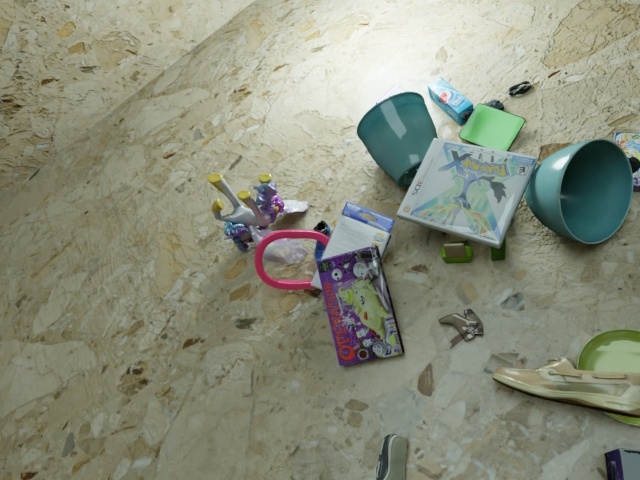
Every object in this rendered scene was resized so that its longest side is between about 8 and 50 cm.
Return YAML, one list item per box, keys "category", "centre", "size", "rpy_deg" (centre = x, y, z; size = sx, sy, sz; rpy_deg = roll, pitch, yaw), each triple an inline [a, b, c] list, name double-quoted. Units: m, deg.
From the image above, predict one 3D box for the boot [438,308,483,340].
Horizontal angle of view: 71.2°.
- category: "boot"
  centre: [0.425, 0.260, 1.342]
  size: [0.119, 0.042, 0.086]
  rpy_deg: [-24, 64, 18]

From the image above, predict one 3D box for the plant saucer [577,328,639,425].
- category: "plant saucer"
  centre: [0.789, 0.346, 1.137]
  size: [0.241, 0.037, 0.240]
  rpy_deg: [-11, 59, 19]

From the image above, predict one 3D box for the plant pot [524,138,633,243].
- category: "plant pot"
  centre: [0.730, -0.145, 1.322]
  size: [0.290, 0.290, 0.195]
  rpy_deg: [-51, 21, -9]

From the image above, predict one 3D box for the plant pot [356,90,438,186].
- category: "plant pot"
  centre: [0.305, -0.345, 1.608]
  size: [0.272, 0.271, 0.255]
  rpy_deg: [-26, 70, 8]

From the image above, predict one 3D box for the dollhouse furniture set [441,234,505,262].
- category: "dollhouse furniture set"
  centre: [0.484, -0.094, 1.443]
  size: [0.198, 0.151, 0.301]
  rpy_deg: [-4, 61, 21]

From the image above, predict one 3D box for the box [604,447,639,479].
- category: "box"
  centre: [0.691, 0.595, 0.951]
  size: [0.103, 0.184, 0.261]
  rpy_deg: [-3, 61, 24]

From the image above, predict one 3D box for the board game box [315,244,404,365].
- category: "board game box"
  centre: [0.122, 0.206, 1.423]
  size: [0.208, 0.056, 0.346]
  rpy_deg: [-17, 79, 19]

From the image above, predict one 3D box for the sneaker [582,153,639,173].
- category: "sneaker"
  centre: [0.857, -0.250, 1.387]
  size: [0.235, 0.084, 0.097]
  rpy_deg: [6, 51, 48]

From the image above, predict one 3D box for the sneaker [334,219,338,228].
- category: "sneaker"
  centre: [0.106, 0.018, 1.578]
  size: [0.088, 0.092, 0.225]
  rpy_deg: [-34, 59, 2]

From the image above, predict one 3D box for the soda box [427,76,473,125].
- category: "soda box"
  centre: [0.504, -0.543, 1.735]
  size: [0.067, 0.071, 0.210]
  rpy_deg: [-34, 55, 2]

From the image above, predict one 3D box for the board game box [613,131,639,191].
- category: "board game box"
  centre: [0.979, -0.245, 1.386]
  size: [0.136, 0.035, 0.201]
  rpy_deg: [9, 67, 27]

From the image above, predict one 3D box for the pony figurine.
- category: "pony figurine"
  centre: [-0.228, -0.088, 1.670]
  size: [0.351, 0.363, 0.302]
  rpy_deg: [0, 54, 6]

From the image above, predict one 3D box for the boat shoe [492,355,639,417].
- category: "boat shoe"
  centre: [0.619, 0.354, 1.134]
  size: [0.341, 0.122, 0.110]
  rpy_deg: [3, 70, 35]

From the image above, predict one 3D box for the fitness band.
- category: "fitness band"
  centre: [-0.084, 0.066, 1.564]
  size: [0.291, 0.054, 0.208]
  rpy_deg: [0, 94, -8]

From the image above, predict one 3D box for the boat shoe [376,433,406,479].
- category: "boat shoe"
  centre: [0.188, 0.641, 1.230]
  size: [0.065, 0.075, 0.205]
  rpy_deg: [-27, 47, 63]

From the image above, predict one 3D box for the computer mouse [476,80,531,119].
- category: "computer mouse"
  centre: [0.681, -0.524, 1.667]
  size: [0.242, 0.041, 0.071]
  rpy_deg: [-38, 54, -1]

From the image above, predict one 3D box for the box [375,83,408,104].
- category: "box"
  centre: [0.325, -0.573, 1.855]
  size: [0.116, 0.029, 0.162]
  rpy_deg: [-44, 54, -3]

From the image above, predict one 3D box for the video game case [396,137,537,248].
- category: "video game case"
  centre: [0.442, -0.158, 1.372]
  size: [0.329, 0.036, 0.299]
  rpy_deg: [21, 77, 32]

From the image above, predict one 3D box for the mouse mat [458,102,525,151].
- category: "mouse mat"
  centre: [0.619, -0.407, 1.622]
  size: [0.190, 0.007, 0.152]
  rpy_deg: [32, 92, 27]

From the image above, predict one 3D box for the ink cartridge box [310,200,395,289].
- category: "ink cartridge box"
  centre: [0.113, 0.043, 1.500]
  size: [0.186, 0.065, 0.310]
  rpy_deg: [23, 92, 16]

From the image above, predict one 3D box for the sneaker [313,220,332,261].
- category: "sneaker"
  centre: [-0.001, 0.000, 1.640]
  size: [0.058, 0.084, 0.152]
  rpy_deg: [5, 65, 25]
